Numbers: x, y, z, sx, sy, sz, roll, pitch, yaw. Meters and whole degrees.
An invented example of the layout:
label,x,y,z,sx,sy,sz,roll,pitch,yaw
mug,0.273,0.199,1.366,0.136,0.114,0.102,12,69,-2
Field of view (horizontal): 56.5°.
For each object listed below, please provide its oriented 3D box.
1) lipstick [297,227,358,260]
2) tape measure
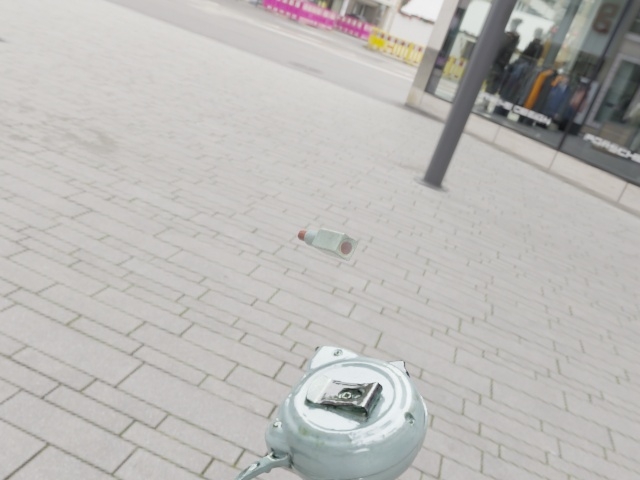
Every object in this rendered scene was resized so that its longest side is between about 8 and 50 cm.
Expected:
label,x,y,z,sx,sy,sz,roll,pitch,yaw
lipstick,0.001,0.000,0.839,0.030,0.030,0.129,32,-10,-31
tape measure,-0.009,0.217,0.536,0.164,0.084,0.330,-3,28,28
